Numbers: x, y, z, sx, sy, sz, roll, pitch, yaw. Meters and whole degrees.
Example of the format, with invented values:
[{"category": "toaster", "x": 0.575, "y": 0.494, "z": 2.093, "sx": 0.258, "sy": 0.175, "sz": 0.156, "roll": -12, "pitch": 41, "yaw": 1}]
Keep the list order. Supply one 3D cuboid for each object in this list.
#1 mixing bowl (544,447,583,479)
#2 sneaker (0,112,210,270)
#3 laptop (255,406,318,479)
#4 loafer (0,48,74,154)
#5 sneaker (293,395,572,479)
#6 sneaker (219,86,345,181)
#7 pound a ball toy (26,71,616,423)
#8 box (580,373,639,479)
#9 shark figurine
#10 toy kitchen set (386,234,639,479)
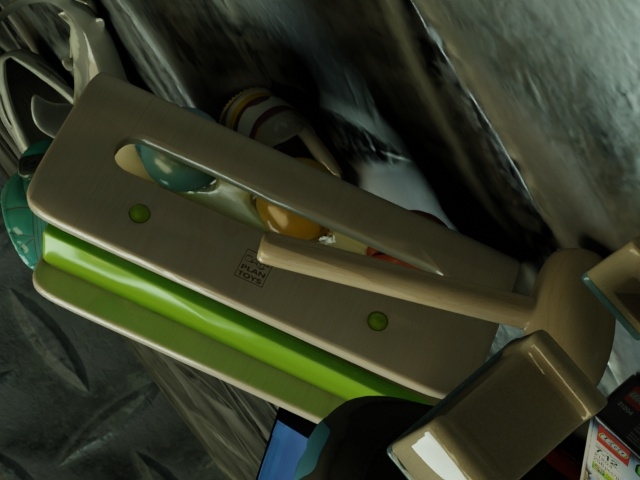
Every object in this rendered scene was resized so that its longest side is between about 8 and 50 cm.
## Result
[{"category": "mixing bowl", "x": 0.153, "y": 0.210, "z": 0.906, "sx": 0.181, "sy": 0.098, "sz": 0.181, "roll": 52, "pitch": 165, "yaw": 20}, {"category": "sneaker", "x": -0.156, "y": -0.031, "z": 0.978, "sx": 0.295, "sy": 0.178, "sz": 0.124, "roll": -134, "pitch": 24, "yaw": -80}, {"category": "laptop", "x": -0.058, "y": 0.167, "z": 1.094, "sx": 0.264, "sy": 0.136, "sz": 0.234, "roll": 56, "pitch": 164, "yaw": -17}, {"category": "loafer", "x": -0.276, "y": -0.080, "z": 1.465, "sx": 0.319, "sy": 0.112, "sz": 0.111, "roll": 52, "pitch": 173, "yaw": -2}, {"category": "sneaker", "x": 0.143, "y": 0.180, "z": 0.647, "sx": 0.341, "sy": 0.125, "sz": 0.139, "roll": 33, "pitch": 156, "yaw": -17}, {"category": "sneaker", "x": -0.011, "y": -0.020, "z": 0.914, "sx": 0.084, "sy": 0.069, "sz": 0.185, "roll": 41, "pitch": 163, "yaw": 53}, {"category": "pound a ball toy", "x": 0.000, "y": 0.000, "z": 0.736, "sx": 0.319, "sy": 0.136, "sz": 0.208, "roll": 24, "pitch": 152, "yaw": 2}, {"category": "box", "x": 0.237, "y": 0.176, "z": 0.717, "sx": 0.207, "sy": 0.036, "sz": 0.114, "roll": 43, "pitch": 163, "yaw": 28}, {"category": "shark figurine", "x": -0.193, "y": -0.141, "z": 1.171, "sx": 0.116, "sy": 0.166, "sz": 0.278, "roll": 19, "pitch": 136, "yaw": 16}, {"category": "toy kitchen set", "x": 0.156, "y": 0.120, "z": 0.568, "sx": 0.207, "sy": 0.166, "sz": 0.122, "roll": 49, "pitch": 165, "yaw": 7}]
